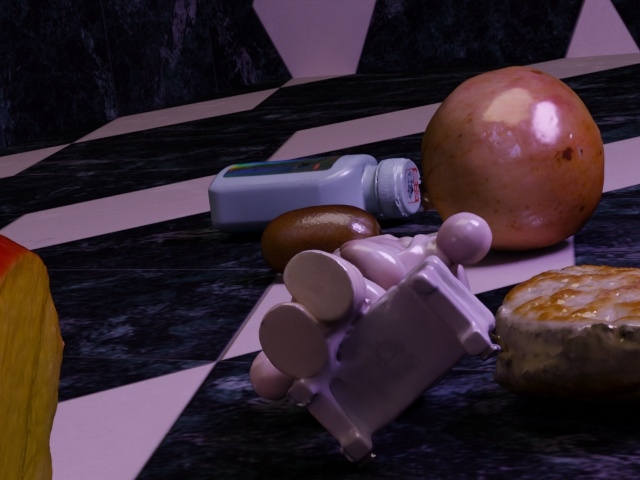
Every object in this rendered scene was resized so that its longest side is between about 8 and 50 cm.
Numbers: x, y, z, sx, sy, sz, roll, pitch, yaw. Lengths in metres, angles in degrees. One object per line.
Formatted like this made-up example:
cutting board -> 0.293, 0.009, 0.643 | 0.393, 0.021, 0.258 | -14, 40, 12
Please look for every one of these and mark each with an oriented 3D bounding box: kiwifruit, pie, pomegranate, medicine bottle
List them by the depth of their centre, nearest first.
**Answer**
pie -> 0.215, 0.065, 1.273 | 0.179, 0.084, 0.205 | 4, 13, 37
pomegranate -> 0.186, -0.077, 1.823 | 0.191, 0.191, 0.191 | -8, 10, 1
kiwifruit -> 0.000, 0.000, 1.844 | 0.124, 0.075, 0.075 | -9, 9, 16
medicine bottle -> -0.002, -0.053, 2.105 | 0.229, 0.083, 0.121 | -2, 9, 24

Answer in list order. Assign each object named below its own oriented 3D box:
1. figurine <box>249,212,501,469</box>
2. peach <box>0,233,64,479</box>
figurine -> 0.048, 0.055, 1.292 | 0.145, 0.182, 0.257 | 28, 11, 4
peach -> -0.313, 0.105, 1.018 | 0.306, 0.242, 0.380 | -1, 11, 9
